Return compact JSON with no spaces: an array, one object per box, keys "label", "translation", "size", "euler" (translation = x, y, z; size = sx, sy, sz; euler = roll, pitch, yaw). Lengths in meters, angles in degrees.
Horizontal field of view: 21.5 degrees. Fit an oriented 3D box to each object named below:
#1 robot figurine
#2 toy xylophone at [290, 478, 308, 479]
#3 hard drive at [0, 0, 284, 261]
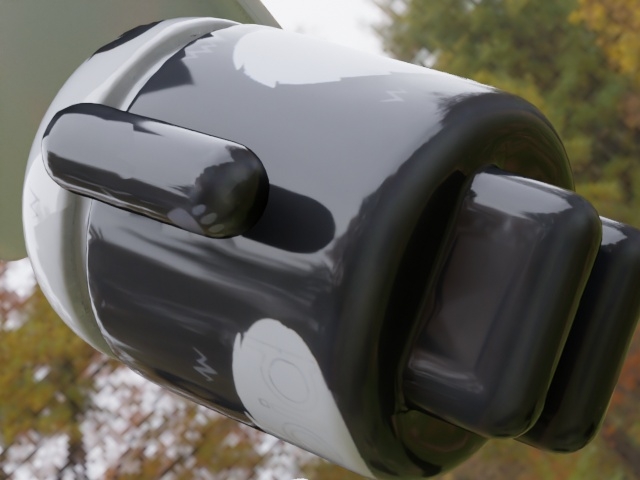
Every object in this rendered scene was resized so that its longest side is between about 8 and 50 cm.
[{"label":"robot figurine","translation":[0.000,-0.003,0.727],"size":[0.173,0.278,0.209],"euler":[-45,-42,-32]},{"label":"toy xylophone","translation":[0.013,0.257,1.231],"size":[0.236,0.081,0.323],"euler":[-13,12,-23]},{"label":"hard drive","translation":[-0.167,-0.113,0.890],"size":[0.233,0.047,0.353],"euler":[-23,-30,13]}]
